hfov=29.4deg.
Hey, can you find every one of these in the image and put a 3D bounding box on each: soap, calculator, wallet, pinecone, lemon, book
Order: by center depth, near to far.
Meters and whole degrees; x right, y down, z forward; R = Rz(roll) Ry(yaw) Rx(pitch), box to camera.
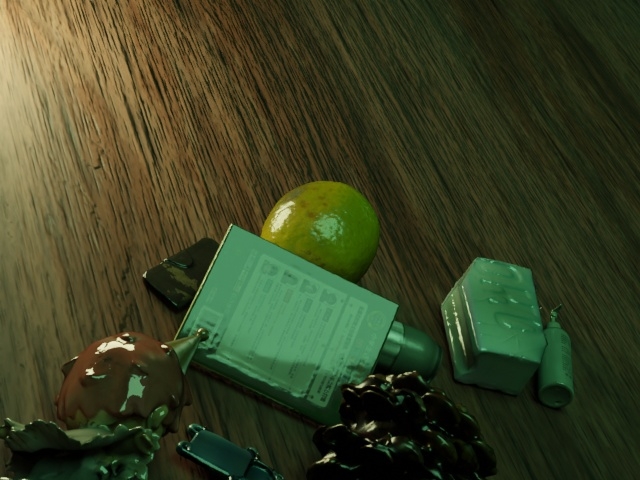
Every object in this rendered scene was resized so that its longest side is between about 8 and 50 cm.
[{"bbox_3d":[0.094,0.282,1.471,0.243,0.243,0.257,36,32,9],"label":"pinecone"},{"bbox_3d":[-0.110,0.276,1.518,0.141,0.019,0.094,28,22,2],"label":"calculator"},{"bbox_3d":[-0.046,0.121,1.666,0.264,0.027,0.202,26,68,-4],"label":"book"},{"bbox_3d":[-0.184,0.047,1.753,0.082,0.018,0.156,41,39,16],"label":"wallet"},{"bbox_3d":[0.000,0.000,1.809,0.170,0.170,0.207,32,38,4],"label":"lemon"},{"bbox_3d":[0.271,0.123,1.901,0.145,0.091,0.230,15,40,-18],"label":"soap"}]

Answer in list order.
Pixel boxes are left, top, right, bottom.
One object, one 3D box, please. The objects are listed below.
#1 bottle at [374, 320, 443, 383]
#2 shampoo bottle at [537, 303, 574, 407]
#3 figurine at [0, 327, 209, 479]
[{"bbox_3d":[0.049,0.142,1.745,0.253,0.079,0.096,20,64,-11],"label":"bottle"},{"bbox_3d":[0.369,0.179,1.929,0.056,0.056,0.195,23,36,-8],"label":"shampoo bottle"},{"bbox_3d":[-0.245,0.211,1.424,0.207,0.166,0.387,-7,21,24],"label":"figurine"}]
